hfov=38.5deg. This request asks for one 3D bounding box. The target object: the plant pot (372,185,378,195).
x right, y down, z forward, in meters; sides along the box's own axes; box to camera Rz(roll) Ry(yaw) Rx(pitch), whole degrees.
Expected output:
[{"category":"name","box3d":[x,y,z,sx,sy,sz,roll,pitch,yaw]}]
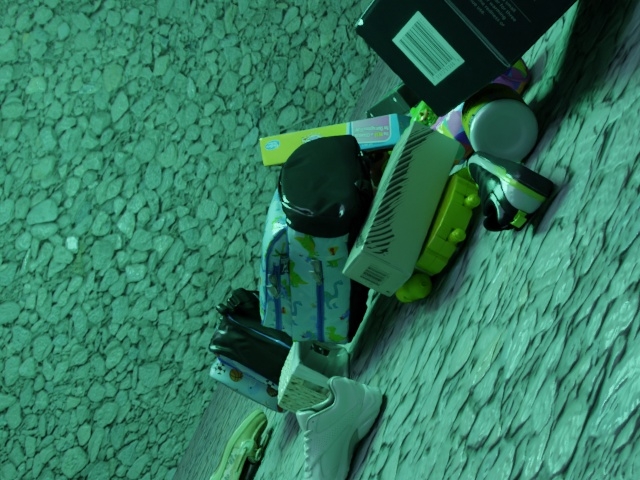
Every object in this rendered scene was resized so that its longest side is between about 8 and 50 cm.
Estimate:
[{"category":"plant pot","box3d":[0.000,0.000,2.097,0.272,0.272,0.265,151,138,-76]}]

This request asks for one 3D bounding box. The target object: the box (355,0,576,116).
[{"category":"box","box3d":[0.283,-0.416,1.369,0.395,0.212,0.293,-45,4,-13]}]

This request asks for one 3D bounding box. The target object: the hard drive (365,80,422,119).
[{"category":"hard drive","box3d":[0.237,-0.370,2.143,0.237,0.064,0.339,-40,6,-8]}]

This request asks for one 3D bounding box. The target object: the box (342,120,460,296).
[{"category":"box","box3d":[0.136,-0.055,1.521,0.275,0.094,0.113,-67,6,-29]}]

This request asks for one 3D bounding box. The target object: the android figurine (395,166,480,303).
[{"category":"android figurine","box3d":[0.196,-0.014,1.548,0.248,0.056,0.273,-65,8,-17]}]

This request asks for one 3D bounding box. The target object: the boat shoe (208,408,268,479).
[{"category":"boat shoe","box3d":[-0.189,0.535,2.148,0.285,0.089,0.104,-62,-18,-13]}]

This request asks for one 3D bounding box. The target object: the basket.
[{"category":"basket","box3d":[-0.016,0.265,1.780,0.103,0.113,0.167,-62,8,17]}]

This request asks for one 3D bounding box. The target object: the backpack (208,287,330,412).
[{"category":"backpack","box3d":[-0.107,0.241,2.010,0.213,0.276,0.263,-59,-4,14]}]

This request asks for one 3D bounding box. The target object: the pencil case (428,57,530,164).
[{"category":"pencil case","box3d":[0.273,-0.236,1.634,0.236,0.104,0.104,-55,11,41]}]

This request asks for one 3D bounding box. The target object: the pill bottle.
[{"category":"pill bottle","box3d":[0.276,-0.190,1.441,0.103,0.103,0.184,-60,9,19]}]

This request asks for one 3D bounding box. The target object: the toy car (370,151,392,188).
[{"category":"toy car","box3d":[0.099,-0.194,2.272,0.155,0.188,0.149,-55,11,46]}]

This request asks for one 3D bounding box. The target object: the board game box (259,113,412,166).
[{"category":"board game box","box3d":[0.055,-0.223,2.067,0.242,0.317,0.064,-13,-85,-70]}]

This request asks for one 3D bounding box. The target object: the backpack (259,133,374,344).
[{"category":"backpack","box3d":[-0.003,0.028,1.715,0.290,0.273,0.355,-88,-16,-54]}]

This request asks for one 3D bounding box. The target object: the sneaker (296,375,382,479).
[{"category":"sneaker","box3d":[0.002,0.320,1.467,0.232,0.115,0.090,-64,8,-6]}]

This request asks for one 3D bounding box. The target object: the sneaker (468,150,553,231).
[{"category":"sneaker","box3d":[0.246,-0.064,1.292,0.097,0.084,0.234,-63,8,6]}]

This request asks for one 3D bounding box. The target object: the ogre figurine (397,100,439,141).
[{"category":"ogre figurine","box3d":[0.231,-0.222,1.780,0.197,0.118,0.097,-60,8,27]}]
